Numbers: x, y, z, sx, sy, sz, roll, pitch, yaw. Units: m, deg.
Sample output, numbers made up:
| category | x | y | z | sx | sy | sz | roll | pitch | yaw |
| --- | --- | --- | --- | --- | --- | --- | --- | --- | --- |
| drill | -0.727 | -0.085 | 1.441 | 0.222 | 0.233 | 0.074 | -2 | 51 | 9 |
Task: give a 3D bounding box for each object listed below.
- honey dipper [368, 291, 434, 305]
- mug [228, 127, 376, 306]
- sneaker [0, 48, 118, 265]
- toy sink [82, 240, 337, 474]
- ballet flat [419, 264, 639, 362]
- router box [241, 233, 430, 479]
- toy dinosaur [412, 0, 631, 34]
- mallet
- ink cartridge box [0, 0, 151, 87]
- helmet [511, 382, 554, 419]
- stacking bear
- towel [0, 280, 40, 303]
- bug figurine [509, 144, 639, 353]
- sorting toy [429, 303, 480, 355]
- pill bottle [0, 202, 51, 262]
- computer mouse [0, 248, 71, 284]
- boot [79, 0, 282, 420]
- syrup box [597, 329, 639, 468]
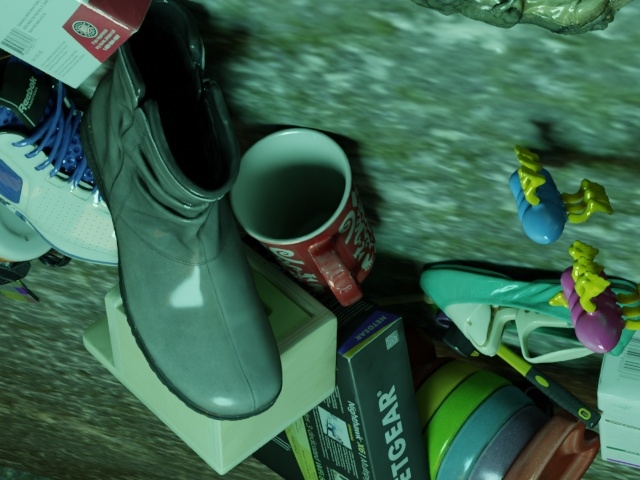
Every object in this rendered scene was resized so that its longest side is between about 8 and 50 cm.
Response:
| category | x | y | z | sx | sy | sz | roll | pitch | yaw |
| --- | --- | --- | --- | --- | --- | --- | --- | --- | --- |
| honey dipper | 0.072 | 0.069 | 1.484 | 0.161 | 0.030 | 0.030 | -9 | 146 | 44 |
| mug | -0.009 | -0.002 | 1.227 | 0.113 | 0.150 | 0.169 | -3 | 158 | 13 |
| sneaker | -0.260 | -0.086 | 1.243 | 0.315 | 0.127 | 0.182 | 25 | 160 | -12 |
| toy sink | -0.118 | 0.085 | 1.294 | 0.234 | 0.153 | 0.131 | 38 | 146 | 31 |
| ballet flat | 0.198 | 0.077 | 1.315 | 0.247 | 0.087 | 0.083 | 4 | 155 | 33 |
| router box | -0.001 | 0.170 | 1.451 | 0.243 | 0.081 | 0.309 | 28 | 143 | 40 |
| toy dinosaur | 0.069 | -0.183 | 0.841 | 0.268 | 0.064 | 0.118 | 15 | 165 | 18 |
| mallet | 0.209 | 0.141 | 1.381 | 0.189 | 0.062 | 0.039 | 46 | -175 | 24 |
| ink cartridge box | -0.202 | -0.213 | 0.889 | 0.176 | 0.127 | 0.128 | 27 | 157 | -22 |
| helmet | 0.216 | 0.264 | 1.647 | 0.169 | 0.161 | 0.169 | 16 | 158 | 7 |
| stacking bear | 0.151 | 0.201 | 1.508 | 0.289 | 0.164 | 0.175 | 34 | 176 | 28 |
| towel | -0.456 | 0.071 | 1.936 | 0.060 | 0.009 | 0.083 | 11 | 156 | 21 |
| bug figurine | 0.259 | 0.036 | 1.039 | 0.279 | 0.216 | 0.072 | 26 | 121 | -14 |
| sorting toy | 0.160 | 0.099 | 1.461 | 0.061 | 0.042 | 0.102 | -7 | 147 | 47 |
| pill bottle | -0.398 | -0.032 | 1.493 | 0.221 | 0.121 | 0.121 | -4 | 149 | 45 |
| computer mouse | -0.400 | 0.019 | 1.742 | 0.242 | 0.041 | 0.071 | -14 | 151 | 43 |
| boot | -0.111 | -0.014 | 1.086 | 0.338 | 0.118 | 0.223 | 63 | 158 | 5 |
| syrup box | 0.353 | 0.171 | 1.407 | 0.096 | 0.093 | 0.237 | 11 | 157 | 17 |
